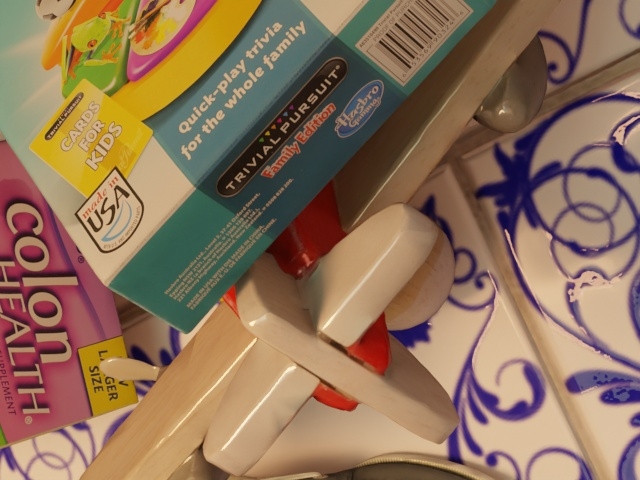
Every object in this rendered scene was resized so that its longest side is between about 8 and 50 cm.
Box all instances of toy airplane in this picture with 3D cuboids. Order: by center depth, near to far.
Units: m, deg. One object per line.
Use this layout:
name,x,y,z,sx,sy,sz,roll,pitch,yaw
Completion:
toy airplane,0.000,0.000,1.237,0.386,0.272,0.384,-9,65,43

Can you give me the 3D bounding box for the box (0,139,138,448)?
box,-0.282,0.048,1.391,0.117,0.243,0.213,-5,99,55

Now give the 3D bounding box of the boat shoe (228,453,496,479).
boat shoe,-0.010,0.221,1.382,0.319,0.099,0.116,-3,99,27

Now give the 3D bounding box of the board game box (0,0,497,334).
board game box,-0.088,-0.146,1.140,0.254,0.079,0.336,-47,47,7
